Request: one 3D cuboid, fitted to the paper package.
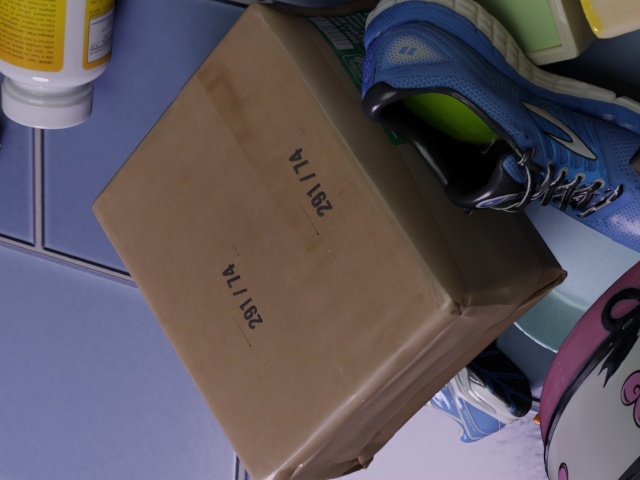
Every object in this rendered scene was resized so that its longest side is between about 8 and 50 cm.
[{"bbox_3d":[0.000,0.000,1.608,0.309,0.168,0.325,-47,67,35],"label":"paper package"}]

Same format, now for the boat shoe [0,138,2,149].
[{"bbox_3d":[-0.434,-0.004,1.921,0.119,0.121,0.335,38,124,11],"label":"boat shoe"}]

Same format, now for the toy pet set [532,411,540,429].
[{"bbox_3d":[0.259,0.150,1.681,0.122,0.114,0.065,16,78,20],"label":"toy pet set"}]

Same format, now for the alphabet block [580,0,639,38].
[{"bbox_3d":[0.282,-0.286,1.359,0.197,0.192,0.193,-16,104,32],"label":"alphabet block"}]

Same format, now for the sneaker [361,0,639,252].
[{"bbox_3d":[0.165,-0.062,1.479,0.330,0.147,0.130,29,140,-11],"label":"sneaker"}]

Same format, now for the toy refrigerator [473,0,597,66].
[{"bbox_3d":[0.138,-0.275,1.498,0.102,0.094,0.270,-9,110,31],"label":"toy refrigerator"}]

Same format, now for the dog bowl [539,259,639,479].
[{"bbox_3d":[0.341,0.116,1.338,0.408,0.408,0.150,-59,44,36],"label":"dog bowl"}]

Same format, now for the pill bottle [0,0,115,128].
[{"bbox_3d":[-0.251,-0.215,1.720,0.117,0.117,0.208,19,122,19],"label":"pill bottle"}]

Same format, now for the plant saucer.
[{"bbox_3d":[0.239,0.014,1.629,0.195,0.037,0.195,13,120,23],"label":"plant saucer"}]

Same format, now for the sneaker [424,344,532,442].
[{"bbox_3d":[0.098,0.107,1.725,0.211,0.080,0.081,45,123,2],"label":"sneaker"}]

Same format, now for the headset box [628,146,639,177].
[{"bbox_3d":[0.394,-0.136,1.358,0.110,0.218,0.293,48,126,-2],"label":"headset box"}]
